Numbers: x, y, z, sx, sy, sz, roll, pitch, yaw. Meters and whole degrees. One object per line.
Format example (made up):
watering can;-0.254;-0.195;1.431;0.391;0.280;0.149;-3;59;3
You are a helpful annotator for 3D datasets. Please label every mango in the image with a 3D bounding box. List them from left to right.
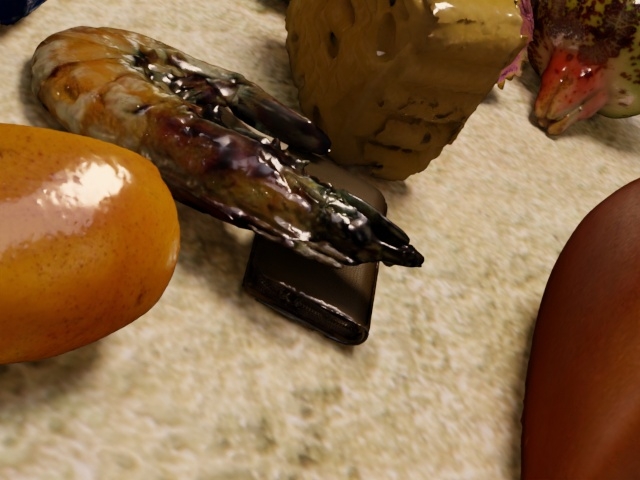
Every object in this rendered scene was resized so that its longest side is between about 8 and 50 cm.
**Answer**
mango;-0.206;0.002;0.849;0.252;0.126;0.154;-5;69;-35

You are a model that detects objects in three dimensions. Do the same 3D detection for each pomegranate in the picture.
pomegranate;0.317;-0.217;1.601;0.214;0.214;0.248;37;70;4

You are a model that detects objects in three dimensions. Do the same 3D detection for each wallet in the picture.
wallet;0.000;0.000;1.133;0.110;0.031;0.198;28;33;-11

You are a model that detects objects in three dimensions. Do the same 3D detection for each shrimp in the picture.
shrimp;-0.064;-0.083;1.124;0.365;0.071;0.233;28;27;11

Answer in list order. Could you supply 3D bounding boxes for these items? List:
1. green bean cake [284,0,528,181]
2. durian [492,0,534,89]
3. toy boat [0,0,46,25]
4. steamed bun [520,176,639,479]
green bean cake;0.067;-0.197;1.264;0.131;0.224;0.229;6;52;-30
durian;0.140;-0.272;1.469;0.154;0.260;0.186;-21;37;-12
toy boat;-0.356;-0.287;1.153;0.318;0.072;0.219;44;30;20
steamed bun;0.298;0.094;1.082;0.235;0.248;0.379;31;33;-6
